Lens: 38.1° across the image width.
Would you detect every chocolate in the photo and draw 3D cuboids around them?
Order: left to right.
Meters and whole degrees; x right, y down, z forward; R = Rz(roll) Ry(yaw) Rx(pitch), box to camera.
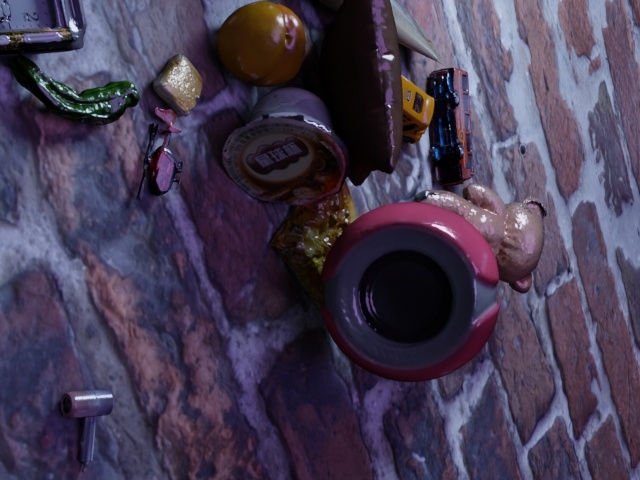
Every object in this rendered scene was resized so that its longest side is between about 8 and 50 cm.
[{"bbox_3d":[-0.042,-0.165,1.483,0.221,0.221,0.147,47,40,-34],"label":"chocolate"}]

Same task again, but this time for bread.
[{"bbox_3d":[-0.212,-0.235,1.395,0.070,0.035,0.083,47,50,-35],"label":"bread"}]

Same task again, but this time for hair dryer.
[{"bbox_3d":[-0.322,0.261,1.262,0.063,0.037,0.114,3,93,-44],"label":"hair dryer"}]

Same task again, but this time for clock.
[{"bbox_3d":[-0.409,-0.353,1.160,0.186,0.083,0.253,-17,101,-46],"label":"clock"}]

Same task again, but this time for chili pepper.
[{"bbox_3d":[-0.333,-0.198,1.257,0.182,0.050,0.073,10,88,-43],"label":"chili pepper"}]

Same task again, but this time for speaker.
[{"bbox_3d":[0.145,0.075,1.500,0.294,0.294,0.294,3,86,-46],"label":"speaker"}]

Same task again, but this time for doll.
[{"bbox_3d":[0.308,-0.018,1.881,0.303,0.156,0.201,16,85,-16],"label":"doll"}]

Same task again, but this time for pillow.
[{"bbox_3d":[0.064,-0.248,1.524,0.108,0.308,0.305,-6,90,-8],"label":"pillow"}]

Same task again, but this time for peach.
[{"bbox_3d":[-0.090,-0.312,1.458,0.138,0.138,0.138,3,86,-46],"label":"peach"}]

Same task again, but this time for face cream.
[{"bbox_3d":[0.101,-0.423,1.690,0.341,0.084,0.137,18,37,-44],"label":"face cream"}]

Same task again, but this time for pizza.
[{"bbox_3d":[0.000,0.000,1.587,0.197,0.058,0.292,4,86,-46],"label":"pizza"}]

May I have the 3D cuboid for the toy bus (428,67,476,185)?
[{"bbox_3d":[0.267,-0.229,1.869,0.096,0.074,0.234,-7,93,-53],"label":"toy bus"}]

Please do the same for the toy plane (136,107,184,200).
[{"bbox_3d":[-0.234,-0.123,1.366,0.060,0.037,0.145,15,81,-34],"label":"toy plane"}]

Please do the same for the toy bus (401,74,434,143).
[{"bbox_3d":[0.147,-0.254,1.729,0.194,0.088,0.083,27,68,-42],"label":"toy bus"}]
